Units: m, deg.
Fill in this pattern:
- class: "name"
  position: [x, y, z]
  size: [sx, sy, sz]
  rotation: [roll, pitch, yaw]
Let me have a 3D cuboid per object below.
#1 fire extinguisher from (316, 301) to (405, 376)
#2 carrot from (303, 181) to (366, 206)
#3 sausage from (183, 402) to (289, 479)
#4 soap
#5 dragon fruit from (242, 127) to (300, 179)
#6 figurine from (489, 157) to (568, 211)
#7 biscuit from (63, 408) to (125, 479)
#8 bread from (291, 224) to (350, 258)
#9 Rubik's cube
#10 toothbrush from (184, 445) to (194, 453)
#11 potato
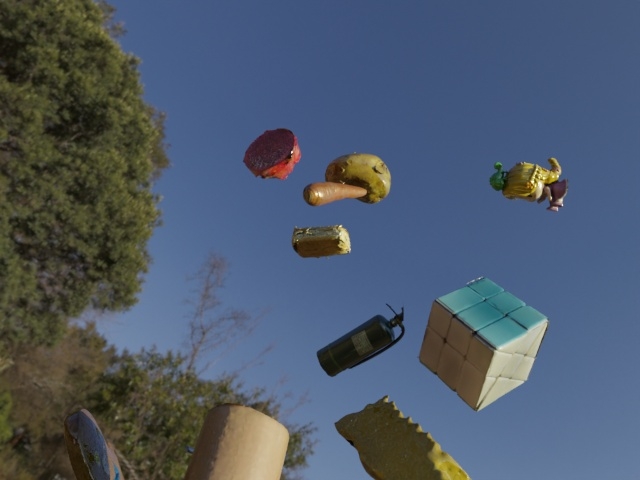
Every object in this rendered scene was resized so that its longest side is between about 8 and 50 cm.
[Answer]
- class: "fire extinguisher"
  position: [0.134, 0.283, 1.613]
  size: [0.294, 0.093, 0.118]
  rotation: [-33, -87, 12]
- class: "carrot"
  position: [0.037, -0.101, 1.182]
  size: [0.048, 0.216, 0.048]
  rotation: [6, -80, 37]
- class: "sausage"
  position: [-0.122, 0.338, 0.691]
  size: [0.123, 0.253, 0.123]
  rotation: [8, -44, 8]
- class: "soap"
  position: [0.183, 0.472, 1.179]
  size: [0.339, 0.169, 0.304]
  rotation: [45, -14, 15]
- class: "dragon fruit"
  position: [-0.104, -0.199, 1.431]
  size: [0.153, 0.153, 0.111]
  rotation: [3, -30, 32]
- class: "figurine"
  position: [0.439, -0.134, 1.192]
  size: [0.156, 0.115, 0.095]
  rotation: [12, -21, 7]
- class: "biscuit"
  position: [-0.338, 0.366, 0.873]
  size: [0.180, 0.039, 0.236]
  rotation: [-132, -155, -59]
- class: "bread"
  position: [0.000, 0.000, 1.040]
  size: [0.106, 0.053, 0.072]
  rotation: [-3, -36, 20]
- class: "Rubik's cube"
  position: [0.427, 0.268, 1.501]
  size: [0.224, 0.231, 0.221]
  rotation: [39, -46, 42]
- class: "toothbrush"
  position: [-0.282, 0.570, 1.473]
  size: [0.019, 0.016, 0.219]
  rotation: [-14, -36, 24]
- class: "potato"
  position: [0.103, -0.169, 1.482]
  size: [0.176, 0.137, 0.137]
  rotation: [23, -37, 2]
